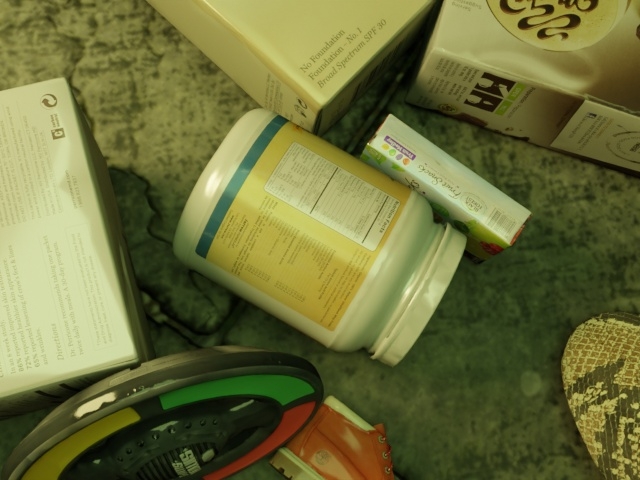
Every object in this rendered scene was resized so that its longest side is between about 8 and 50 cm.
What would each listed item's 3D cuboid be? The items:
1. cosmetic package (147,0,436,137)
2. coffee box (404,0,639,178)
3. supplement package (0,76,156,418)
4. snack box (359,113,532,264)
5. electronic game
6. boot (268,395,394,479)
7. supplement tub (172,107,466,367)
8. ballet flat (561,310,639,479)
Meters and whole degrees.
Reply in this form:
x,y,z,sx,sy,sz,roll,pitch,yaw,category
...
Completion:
x,y,z,sx,sy,sz,roll,pitch,yaw,category
-0.065,-0.249,0.752,0.309,0.113,0.160,42,77,3,cosmetic package
0.246,-0.169,0.761,0.297,0.119,0.168,18,76,-1,coffee box
-0.275,0.035,0.623,0.262,0.198,0.199,-15,80,-9,supplement package
0.099,-0.040,0.728,0.141,0.100,0.037,36,78,2,snack box
-0.105,0.142,0.607,0.229,0.229,0.048,-20,61,-10,electronic game
0.045,0.196,0.696,0.158,0.059,0.085,38,72,4,boot
0.000,0.000,0.687,0.199,0.144,0.144,30,77,1,supplement tub
0.371,0.254,0.651,0.164,0.182,0.483,-29,82,-10,ballet flat
